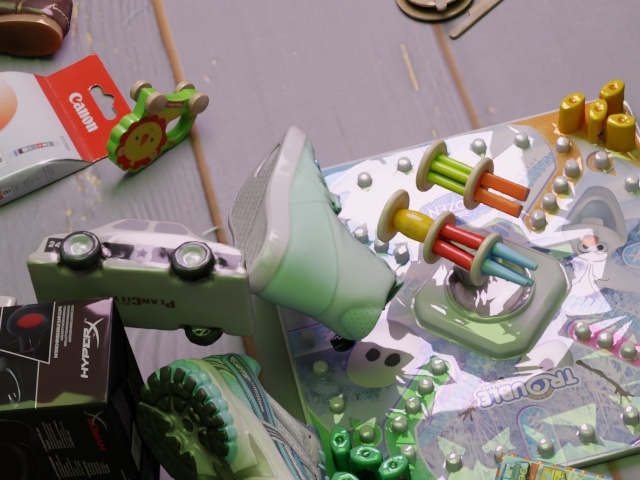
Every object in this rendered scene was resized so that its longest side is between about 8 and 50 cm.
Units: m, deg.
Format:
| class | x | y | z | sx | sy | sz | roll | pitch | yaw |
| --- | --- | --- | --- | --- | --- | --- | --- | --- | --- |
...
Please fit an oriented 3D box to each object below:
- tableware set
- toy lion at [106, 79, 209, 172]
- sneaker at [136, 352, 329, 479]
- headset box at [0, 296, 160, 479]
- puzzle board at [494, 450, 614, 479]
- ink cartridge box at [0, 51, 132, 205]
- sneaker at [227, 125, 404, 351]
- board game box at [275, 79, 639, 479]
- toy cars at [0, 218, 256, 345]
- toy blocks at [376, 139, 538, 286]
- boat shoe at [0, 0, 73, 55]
| class | x | y | z | sx | sy | sz | roll | pitch | yaw |
| --- | --- | --- | --- | --- | --- | --- | --- | --- | --- |
| tableware set | 0.159 | -0.308 | 1.848 | 0.128 | 0.039 | 0.194 | 36 | 65 | 29 |
| toy lion | -0.169 | -0.113 | 1.729 | 0.034 | 0.096 | 0.100 | 39 | 27 | 30 |
| sneaker | -0.026 | 0.208 | 1.422 | 0.122 | 0.110 | 0.283 | -21 | 76 | -51 |
| headset box | -0.297 | 0.162 | 1.451 | 0.293 | 0.218 | 0.110 | -6 | 52 | 5 |
| puzzle board | 0.181 | 0.246 | 1.417 | 0.096 | 0.011 | 0.128 | 12 | 76 | 13 |
| ink cartridge box | -0.290 | -0.126 | 1.777 | 0.179 | 0.045 | 0.145 | -27 | 55 | -9 |
| sneaker | 0.000 | 0.001 | 1.565 | 0.151 | 0.094 | 0.256 | 31 | 28 | -17 |
| board game box | 0.155 | 0.040 | 1.580 | 0.390 | 0.050 | 0.390 | -14 | 52 | -2 |
| toy cars | -0.218 | 0.061 | 1.504 | 0.394 | 0.176 | 0.087 | -27 | 37 | 35 |
| toy blocks | 0.144 | -0.019 | 1.561 | 0.148 | 0.054 | 0.123 | 25 | 59 | 23 |
| boat shoe | -0.371 | -0.244 | 1.864 | 0.207 | 0.073 | 0.073 | 6 | 52 | 4 |
